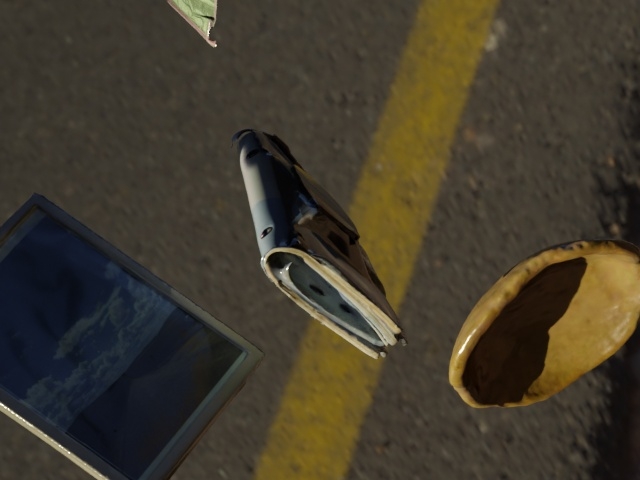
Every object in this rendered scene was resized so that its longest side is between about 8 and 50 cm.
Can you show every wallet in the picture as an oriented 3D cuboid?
[{"bbox_3d":[0.000,0.000,1.614,0.069,0.170,0.231,-39,29,12],"label":"wallet"}]

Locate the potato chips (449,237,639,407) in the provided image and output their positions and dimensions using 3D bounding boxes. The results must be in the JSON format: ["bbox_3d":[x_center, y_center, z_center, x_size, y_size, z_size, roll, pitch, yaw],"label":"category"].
[{"bbox_3d":[0.200,0.065,1.661,0.195,0.208,0.062,0,40,-30],"label":"potato chips"}]

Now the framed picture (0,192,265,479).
[{"bbox_3d":[-0.200,0.091,1.566,0.260,0.023,0.189,34,57,9],"label":"framed picture"}]

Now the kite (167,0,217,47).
[{"bbox_3d":[-0.114,-0.283,1.301,0.268,0.013,0.322,-15,78,53],"label":"kite"}]
